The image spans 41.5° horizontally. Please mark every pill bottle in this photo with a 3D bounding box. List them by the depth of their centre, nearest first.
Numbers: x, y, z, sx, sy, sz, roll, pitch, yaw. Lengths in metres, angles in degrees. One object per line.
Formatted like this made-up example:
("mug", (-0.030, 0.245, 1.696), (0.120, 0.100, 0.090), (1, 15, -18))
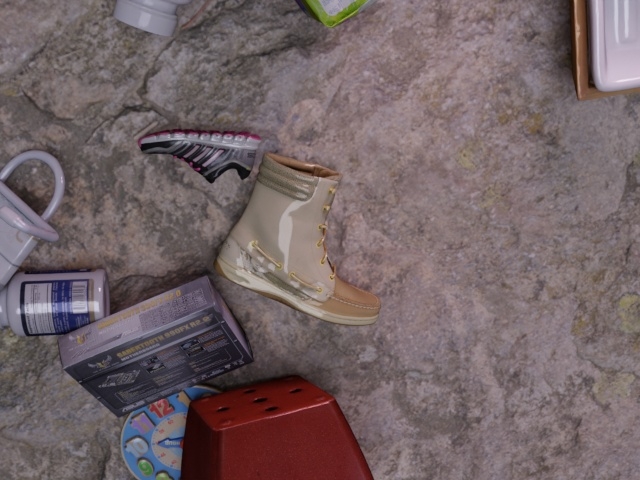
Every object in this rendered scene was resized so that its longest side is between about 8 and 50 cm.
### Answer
("pill bottle", (-0.202, -0.360, 1.080), (0.108, 0.108, 0.180), (17, 105, -13))
("pill bottle", (-0.392, 0.090, 1.212), (0.170, 0.094, 0.094), (-2, 109, -7))

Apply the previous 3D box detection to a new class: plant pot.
("plant pot", (-0.072, 0.344, 1.247), (0.267, 0.267, 0.235), (-11, 96, -19))

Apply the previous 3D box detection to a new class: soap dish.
("soap dish", (0.482, -0.333, 1.176), (0.291, 0.118, 0.228), (-10, 109, -4))

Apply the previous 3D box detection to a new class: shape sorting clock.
("shape sorting clock", (-0.212, 0.319, 1.342), (0.206, 0.040, 0.206), (-2, 109, -7))

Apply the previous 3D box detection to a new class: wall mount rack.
("wall mount rack", (-0.524, -0.015, 1.136), (0.304, 0.130, 0.350), (37, 91, 21))

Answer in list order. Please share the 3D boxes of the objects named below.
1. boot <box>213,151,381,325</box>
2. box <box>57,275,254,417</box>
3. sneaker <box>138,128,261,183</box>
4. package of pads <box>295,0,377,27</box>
("boot", (0.000, 0.000, 1.238), (0.262, 0.095, 0.203), (22, 103, -10))
("box", (-0.234, 0.160, 1.231), (0.231, 0.056, 0.183), (-23, 143, 1))
("sneaker", (-0.169, -0.117, 1.189), (0.171, 0.063, 0.074), (1, 102, -13))
("package of pads", (-0.041, -0.407, 1.022), (0.101, 0.229, 0.296), (-32, 109, 4))
